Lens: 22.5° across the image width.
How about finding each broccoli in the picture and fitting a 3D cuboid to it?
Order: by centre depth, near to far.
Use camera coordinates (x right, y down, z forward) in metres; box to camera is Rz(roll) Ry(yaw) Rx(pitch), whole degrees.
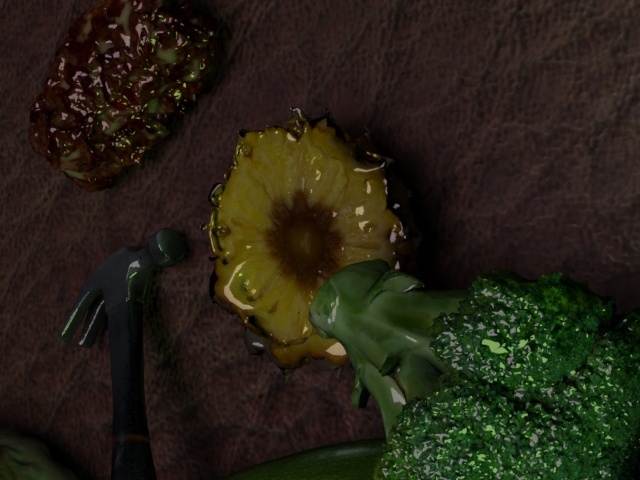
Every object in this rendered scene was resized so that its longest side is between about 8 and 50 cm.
[{"bbox_3d":[0.097,0.118,1.091,0.269,0.254,0.269,-11,67,26],"label":"broccoli"}]

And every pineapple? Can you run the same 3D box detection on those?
[{"bbox_3d":[0.000,0.000,1.257,0.224,0.076,0.225,3,96,37],"label":"pineapple"}]

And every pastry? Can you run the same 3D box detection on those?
[{"bbox_3d":[-0.173,-0.131,1.363,0.208,0.097,0.115,-44,58,30],"label":"pastry"}]

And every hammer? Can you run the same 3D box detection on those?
[{"bbox_3d":[-0.163,0.142,1.340,0.137,0.037,0.290,-30,53,37],"label":"hammer"}]

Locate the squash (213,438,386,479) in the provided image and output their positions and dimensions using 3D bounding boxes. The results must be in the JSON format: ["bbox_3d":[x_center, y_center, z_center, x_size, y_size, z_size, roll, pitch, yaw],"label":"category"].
[{"bbox_3d":[-0.039,0.230,1.279,0.395,0.107,0.107,-20,81,35],"label":"squash"}]

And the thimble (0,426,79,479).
[{"bbox_3d":[-0.340,0.295,1.434,0.291,0.195,0.292,3,95,35],"label":"thimble"}]
